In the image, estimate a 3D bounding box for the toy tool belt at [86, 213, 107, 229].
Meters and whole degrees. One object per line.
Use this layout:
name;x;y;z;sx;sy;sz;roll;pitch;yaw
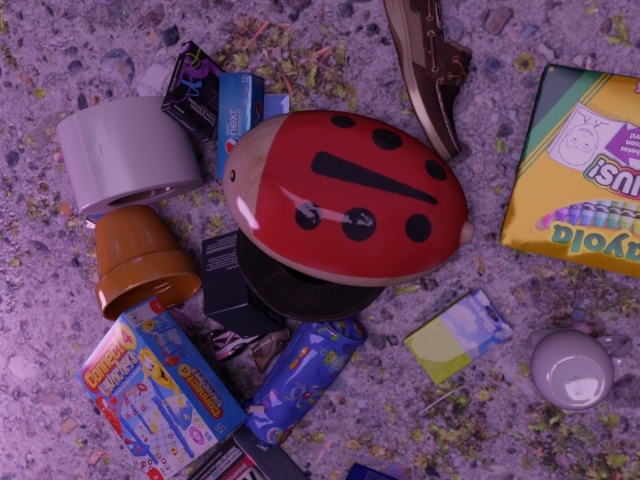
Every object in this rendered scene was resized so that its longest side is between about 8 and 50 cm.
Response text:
toy tool belt;-0.470;-0.047;1.371;0.083;0.052;0.051;9;105;14

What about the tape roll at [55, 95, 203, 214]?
tape roll;-0.371;-0.163;1.234;0.246;0.246;0.169;-16;89;16

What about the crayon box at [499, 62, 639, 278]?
crayon box;0.520;-0.103;1.057;0.363;0.106;0.313;14;98;14

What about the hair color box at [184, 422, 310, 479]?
hair color box;-0.092;0.573;1.282;0.374;0.113;0.185;46;104;7

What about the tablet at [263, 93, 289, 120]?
tablet;-0.089;-0.253;1.270;0.054;0.006;0.083;3;95;16

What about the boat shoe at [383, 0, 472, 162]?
boat shoe;0.211;-0.315;1.124;0.123;0.123;0.341;-16;84;18

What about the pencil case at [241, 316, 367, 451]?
pencil case;-0.042;0.262;1.235;0.306;0.133;0.119;-54;51;12

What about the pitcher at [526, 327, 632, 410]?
pitcher;0.441;0.201;1.053;0.178;0.207;0.125;-15;91;15

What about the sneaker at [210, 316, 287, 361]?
sneaker;-0.158;0.180;1.294;0.178;0.072;0.077;-30;75;10

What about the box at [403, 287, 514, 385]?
box;0.260;0.179;1.186;0.178;0.042;0.109;-38;85;15

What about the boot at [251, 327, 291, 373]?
boot;-0.095;0.224;1.285;0.087;0.118;0.042;-27;60;-17

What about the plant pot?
plant pot;-0.370;0.037;1.287;0.205;0.205;0.187;-31;70;16

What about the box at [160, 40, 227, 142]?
box;-0.239;-0.287;1.219;0.029;0.116;0.162;-6;62;35

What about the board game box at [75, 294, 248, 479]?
board game box;-0.335;0.315;1.282;0.302;0.086;0.308;51;131;7

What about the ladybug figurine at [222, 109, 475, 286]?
ladybug figurine;0.046;-0.086;1.063;0.450;0.162;0.305;15;74;5

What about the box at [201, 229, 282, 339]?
box;-0.149;0.087;1.210;0.093;0.156;0.158;-16;61;16

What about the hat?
hat;0.000;0.000;1.191;0.332;0.134;0.331;0;74;0

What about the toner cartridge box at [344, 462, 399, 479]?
toner cartridge box;0.197;0.544;1.172;0.348;0.165;0.075;17;99;14

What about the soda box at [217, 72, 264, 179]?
soda box;-0.160;-0.225;1.260;0.071;0.067;0.210;4;95;16
